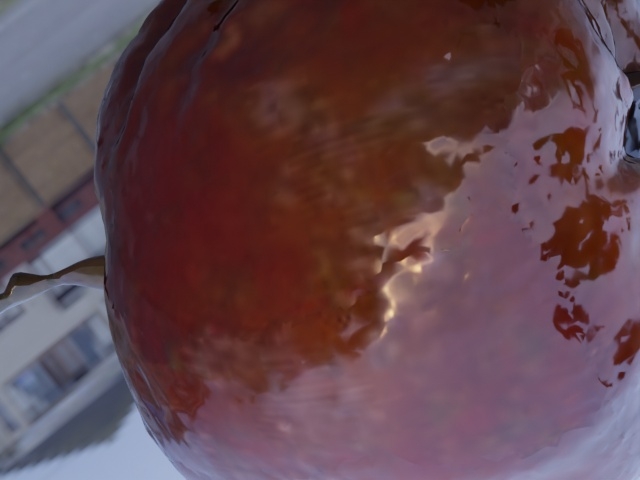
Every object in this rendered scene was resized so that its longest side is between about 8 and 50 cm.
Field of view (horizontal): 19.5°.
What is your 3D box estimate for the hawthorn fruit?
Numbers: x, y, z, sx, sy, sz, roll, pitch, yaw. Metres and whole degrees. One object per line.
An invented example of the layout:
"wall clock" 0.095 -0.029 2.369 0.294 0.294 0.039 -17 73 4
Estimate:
"hawthorn fruit" 0.000 0.000 0.670 0.271 0.242 0.242 -16 -165 22
